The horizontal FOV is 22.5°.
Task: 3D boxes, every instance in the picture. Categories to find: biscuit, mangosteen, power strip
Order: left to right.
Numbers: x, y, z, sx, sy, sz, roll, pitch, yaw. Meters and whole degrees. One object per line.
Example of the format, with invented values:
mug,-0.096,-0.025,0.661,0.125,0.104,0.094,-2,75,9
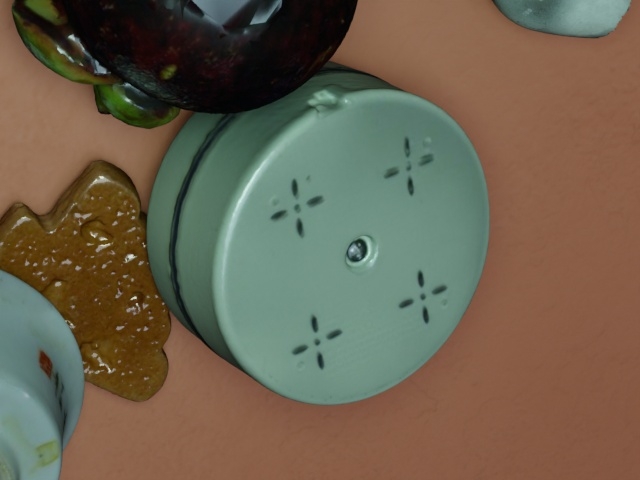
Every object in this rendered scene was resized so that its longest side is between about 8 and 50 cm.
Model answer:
biscuit,-0.282,0.061,1.658,0.306,0.043,0.284,-13,119,-15
mangosteen,-0.111,-0.246,1.468,0.311,0.311,0.311,-9,116,-20
power strip,0.000,0.000,1.657,0.357,0.161,0.357,-13,114,-30

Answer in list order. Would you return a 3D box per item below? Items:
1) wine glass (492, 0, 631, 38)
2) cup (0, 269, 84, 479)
wine glass,0.204,-0.287,1.668,0.241,0.126,0.126,14,106,-27
cup,-0.393,0.200,1.571,0.347,0.163,0.347,-8,123,-13
